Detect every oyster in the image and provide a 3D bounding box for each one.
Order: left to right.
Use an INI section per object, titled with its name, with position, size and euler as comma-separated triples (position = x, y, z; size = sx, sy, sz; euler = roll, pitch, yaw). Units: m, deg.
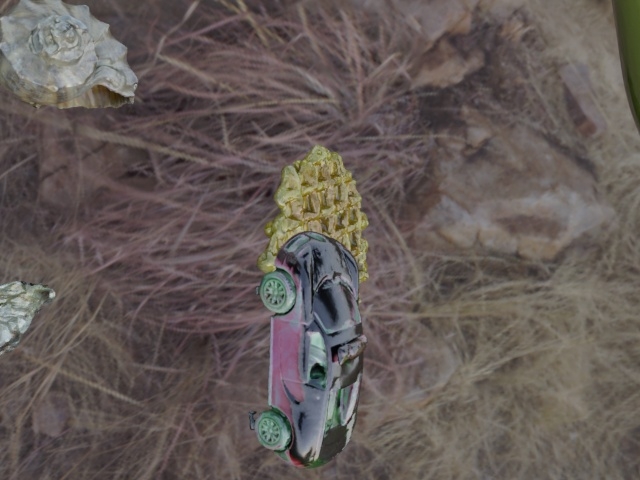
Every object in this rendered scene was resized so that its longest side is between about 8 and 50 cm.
[oyster]
position = -0.393, 0.101, 0.941
size = 0.064, 0.177, 0.125
euler = 55, 3, 25

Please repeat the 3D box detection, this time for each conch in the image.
[conch]
position = -0.388, -0.279, 1.227
size = 0.210, 0.291, 0.158
euler = -6, 97, -27

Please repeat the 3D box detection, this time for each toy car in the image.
[toy car]
position = -0.001, 0.066, 0.494
size = 0.069, 0.055, 0.142
euler = -10, 104, -56

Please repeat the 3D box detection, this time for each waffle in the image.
[waffle]
position = 0.000, 0.000, 1.105
size = 0.243, 0.059, 0.237
euler = 54, 50, -45

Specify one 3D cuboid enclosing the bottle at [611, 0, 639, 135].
[bottle]
position = 0.228, -0.105, 0.463
size = 0.112, 0.112, 0.260
euler = -29, 111, -41
